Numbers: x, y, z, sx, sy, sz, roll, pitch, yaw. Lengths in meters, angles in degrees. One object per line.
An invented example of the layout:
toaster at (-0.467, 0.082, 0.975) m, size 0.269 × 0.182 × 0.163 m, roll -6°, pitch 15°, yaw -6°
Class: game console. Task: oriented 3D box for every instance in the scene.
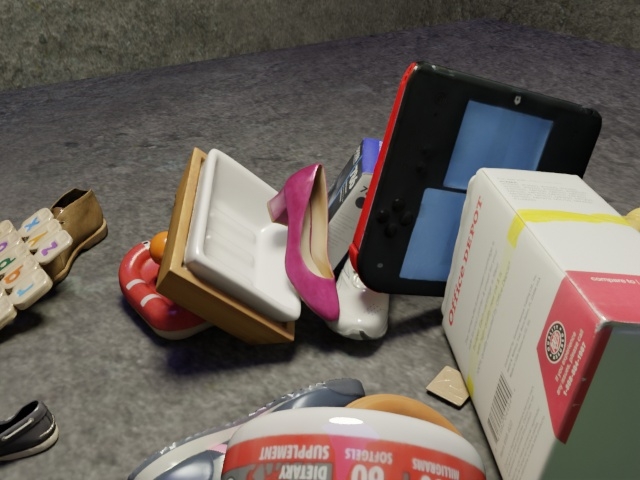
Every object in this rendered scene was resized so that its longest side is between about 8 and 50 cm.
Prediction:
game console at (0.246, -0.069, 0.989) m, size 0.386 × 0.342 × 0.060 m, roll 6°, pitch 23°, yaw -28°

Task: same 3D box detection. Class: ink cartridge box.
ink cartridge box at (0.046, -0.059, 1.105) m, size 0.065 × 0.333 × 0.165 m, roll 31°, pitch 26°, yaw -12°
ink cartridge box at (0.294, 0.106, 0.801) m, size 0.160 × 0.280 × 0.385 m, roll 3°, pitch 28°, yaw -7°

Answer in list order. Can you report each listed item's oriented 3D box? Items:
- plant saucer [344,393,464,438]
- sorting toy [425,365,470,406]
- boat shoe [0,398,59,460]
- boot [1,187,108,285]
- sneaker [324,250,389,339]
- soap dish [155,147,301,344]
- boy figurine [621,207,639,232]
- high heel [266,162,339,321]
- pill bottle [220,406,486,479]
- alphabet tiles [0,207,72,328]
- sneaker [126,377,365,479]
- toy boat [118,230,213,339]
plant saucer at (0.097, 0.261, 0.730) m, size 0.199 × 0.037 × 0.200 m, roll 11°, pitch 43°, yaw -11°
sorting toy at (0.200, 0.214, 0.903) m, size 0.083 × 0.012 × 0.062 m, roll 22°, pitch 40°, yaw 37°
boat shoe at (-0.453, 0.258, 0.823) m, size 0.205 × 0.065 × 0.075 m, roll -14°, pitch 31°, yaw -19°
boot at (-0.530, -0.001, 1.241) m, size 0.112 × 0.115 × 0.305 m, roll 9°, pitch 35°, yaw 11°
sneaker at (0.072, 0.053, 1.078) m, size 0.110 × 0.130 × 0.297 m, roll 9°, pitch 32°, yaw 3°
soap dish at (-0.142, 0.011, 1.026) m, size 0.118 × 0.228 × 0.291 m, roll -37°, pitch 34°, yaw 29°
boy figurine at (0.526, -0.004, 1.181) m, size 0.284 × 0.092 × 0.177 m, roll -10°, pitch 3°, yaw -19°
high heel at (0.000, 0.000, 0.999) m, size 0.082 × 0.117 × 0.244 m, roll 15°, pitch 45°, yaw -47°
pill bottle at (0.011, 0.318, 0.425) m, size 0.210 × 0.210 × 0.363 m, roll 1°, pitch 57°, yaw 7°
alphabet tiles at (-0.577, 0.060, 1.135) m, size 0.278 × 0.021 × 0.284 m, roll -42°, pitch 44°, yaw -15°
sneaker at (-0.057, 0.273, 0.757) m, size 0.318 × 0.112 × 0.131 m, roll -18°, pitch 56°, yaw -29°
toy boat at (-0.255, 0.053, 1.084) m, size 0.150 × 0.151 × 0.231 m, roll -23°, pitch 35°, yaw -32°
